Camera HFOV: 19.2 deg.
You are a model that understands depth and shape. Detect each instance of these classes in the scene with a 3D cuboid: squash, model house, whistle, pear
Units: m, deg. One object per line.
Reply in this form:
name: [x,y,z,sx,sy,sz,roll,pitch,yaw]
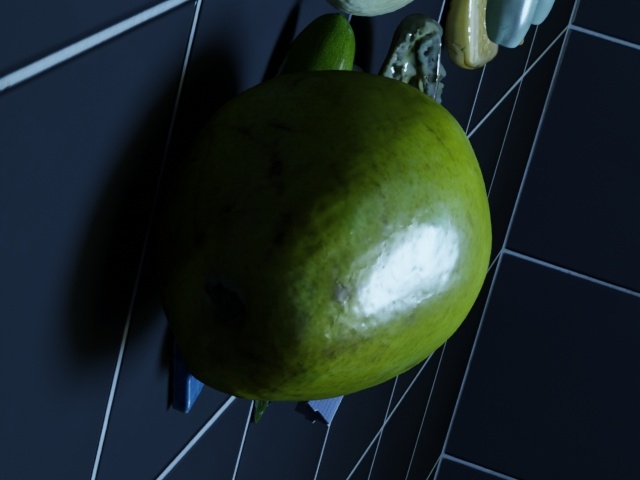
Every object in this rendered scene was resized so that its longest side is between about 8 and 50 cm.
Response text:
squash: [-0.029,-0.075,1.634,0.069,0.069,0.258,-2,109,-78]
model house: [-0.001,0.125,2.040,0.117,0.088,0.167,98,15,-45]
whistle: [-0.080,0.092,1.614,0.158,0.090,0.090,96,17,-48]
pear: [0.000,0.000,1.436,0.307,0.253,0.253,-35,144,-51]

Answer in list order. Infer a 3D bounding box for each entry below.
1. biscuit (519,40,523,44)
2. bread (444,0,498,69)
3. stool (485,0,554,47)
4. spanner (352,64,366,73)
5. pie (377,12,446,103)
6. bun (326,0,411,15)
biscuit: [0.251,-0.420,2.402,0.204,0.040,0.309,82,15,-54]
bread: [0.186,-0.275,2.381,0.082,0.056,0.115,-31,125,-45]
stool: [0.156,-0.312,1.814,0.195,0.195,0.198,-43,151,-69]
spanner: [-0.021,-0.049,1.785,0.325,0.040,0.095,-62,167,-45]
pie: [0.058,-0.061,1.900,0.337,0.075,0.337,18,90,-84]
bun: [0.076,-0.292,1.630,0.222,0.127,0.222,21,90,-77]
